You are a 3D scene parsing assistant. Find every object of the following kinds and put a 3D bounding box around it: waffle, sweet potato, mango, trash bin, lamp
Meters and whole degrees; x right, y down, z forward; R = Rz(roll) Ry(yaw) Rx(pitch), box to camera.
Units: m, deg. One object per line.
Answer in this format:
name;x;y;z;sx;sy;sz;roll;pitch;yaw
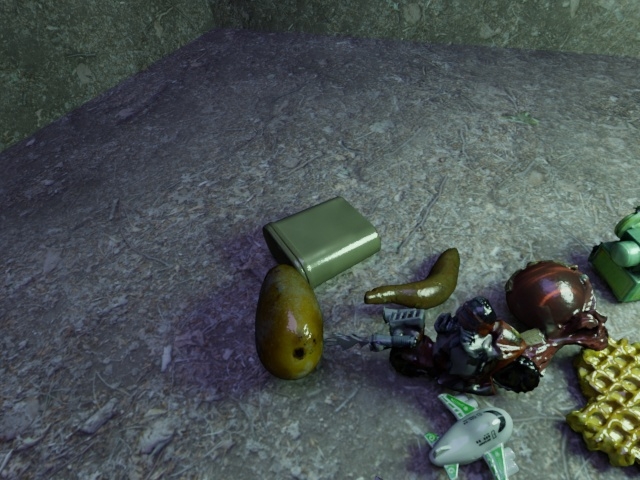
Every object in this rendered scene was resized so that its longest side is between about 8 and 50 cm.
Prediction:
waffle;0.578;0.293;0.753;0.249;0.056;0.253;-6;47;3
sweet potato;0.249;0.108;0.947;0.346;0.079;0.108;-19;47;-35
mango;-0.075;0.165;0.899;0.146;0.193;0.316;5;31;-14
trash bin;0.000;0.000;1.095;0.247;0.121;0.243;-26;48;-20
lamp;0.465;0.139;0.841;0.215;0.151;0.223;-32;23;19

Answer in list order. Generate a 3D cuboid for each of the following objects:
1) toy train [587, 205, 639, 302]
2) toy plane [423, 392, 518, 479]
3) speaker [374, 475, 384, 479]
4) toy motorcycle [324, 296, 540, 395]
toy train;0.767;0.029;0.888;0.272;0.188;0.159;-9;46;-2
toy plane;0.273;0.356;0.726;0.174;0.080;0.174;-3;45;3
speaker;0.174;0.479;0.647;0.218;0.044;0.082;17;51;24
toy motorcycle;0.214;0.199;0.796;0.401;0.207;0.134;2;30;22
